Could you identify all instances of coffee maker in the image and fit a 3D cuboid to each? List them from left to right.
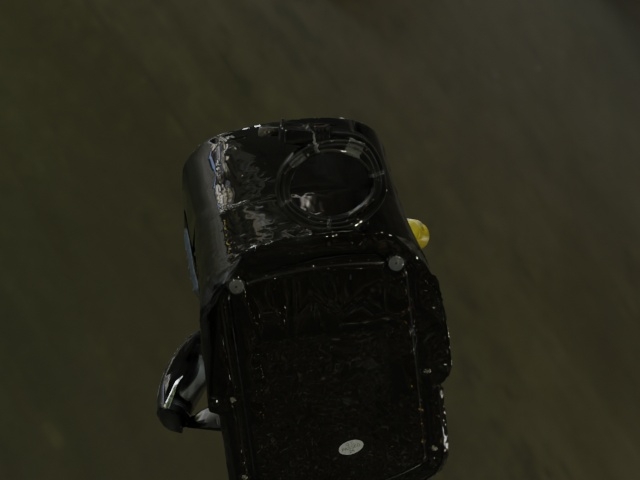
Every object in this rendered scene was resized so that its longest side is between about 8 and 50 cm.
[{"bbox_3d":[-0.001,0.007,0.809,0.120,0.171,0.178,13,21,-13],"label":"coffee maker"}]

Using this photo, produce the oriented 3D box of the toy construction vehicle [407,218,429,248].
[{"bbox_3d":[0.000,0.000,1.000,0.086,0.098,0.035,23,57,-55],"label":"toy construction vehicle"}]
